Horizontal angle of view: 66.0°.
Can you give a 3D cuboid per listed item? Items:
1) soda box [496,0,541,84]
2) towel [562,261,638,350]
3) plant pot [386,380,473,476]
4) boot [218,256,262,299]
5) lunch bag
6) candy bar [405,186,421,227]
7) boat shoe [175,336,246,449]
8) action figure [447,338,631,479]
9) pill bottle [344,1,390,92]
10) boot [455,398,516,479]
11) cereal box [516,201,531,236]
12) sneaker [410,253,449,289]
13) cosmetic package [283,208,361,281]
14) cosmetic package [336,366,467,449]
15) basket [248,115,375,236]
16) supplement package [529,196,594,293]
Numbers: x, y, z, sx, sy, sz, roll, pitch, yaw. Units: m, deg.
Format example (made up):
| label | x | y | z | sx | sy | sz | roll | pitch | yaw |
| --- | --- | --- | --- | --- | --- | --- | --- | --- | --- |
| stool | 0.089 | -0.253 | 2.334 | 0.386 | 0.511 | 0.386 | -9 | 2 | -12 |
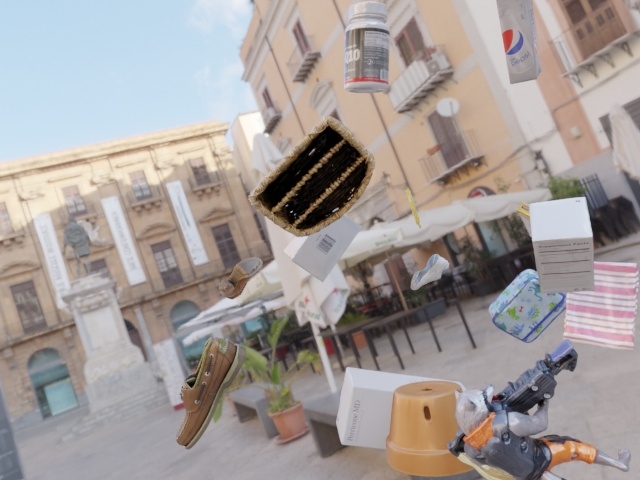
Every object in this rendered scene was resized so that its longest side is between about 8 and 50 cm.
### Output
| label | x | y | z | sx | sy | sz | roll | pitch | yaw |
| --- | --- | --- | --- | --- | --- | --- | --- | --- | --- |
| soda box | 0.661 | -0.678 | 1.636 | 0.091 | 0.286 | 0.098 | -1 | 31 | 36 |
| towel | 0.640 | 0.144 | 1.129 | 0.144 | 0.197 | 0.029 | 3 | -15 | 36 |
| plant pot | 0.330 | 0.540 | 1.466 | 0.291 | 0.203 | 0.291 | -6 | -5 | -1 |
| boot | -0.301 | 0.150 | 1.910 | 0.197 | 0.073 | 0.152 | -35 | -19 | -9 |
| lunch bag | 0.678 | 0.216 | 1.601 | 0.219 | 0.176 | 0.090 | -54 | 9 | 21 |
| candy bar | 0.342 | -0.122 | 1.816 | 0.018 | 0.161 | 0.040 | -17 | -14 | 8 |
| boat shoe | -0.308 | 0.383 | 1.262 | 0.307 | 0.104 | 0.111 | -62 | 20 | 3 |
| action figure | 0.407 | 0.365 | 0.913 | 0.341 | 0.330 | 0.178 | -61 | -3 | 22 |
| pill bottle | 0.166 | -0.681 | 1.759 | 0.161 | 0.283 | 0.161 | 0 | 8 | 0 |
| boot | 0.406 | 0.475 | 1.185 | 0.077 | 0.165 | 0.213 | -4 | 2 | -27 |
| cereal box | 0.872 | -0.045 | 1.916 | 0.047 | 0.173 | 0.240 | -51 | -43 | 0 |
| sneaker | 0.336 | 0.109 | 1.519 | 0.061 | 0.053 | 0.152 | 25 | -52 | -19 |
| cosmetic package | 0.000 | 0.000 | 1.689 | 0.224 | 0.138 | 0.225 | -54 | 14 | -2 |
| cosmetic package | 0.304 | 0.622 | 1.787 | 0.453 | 0.230 | 0.161 | 9 | 9 | -7 |
| basket | -0.003 | -0.147 | 1.278 | 0.299 | 0.213 | 0.223 | -43 | 5 | 12 |
| supplement package | 0.490 | 0.014 | 0.998 | 0.105 | 0.105 | 0.179 | -6 | -43 | 26 |
